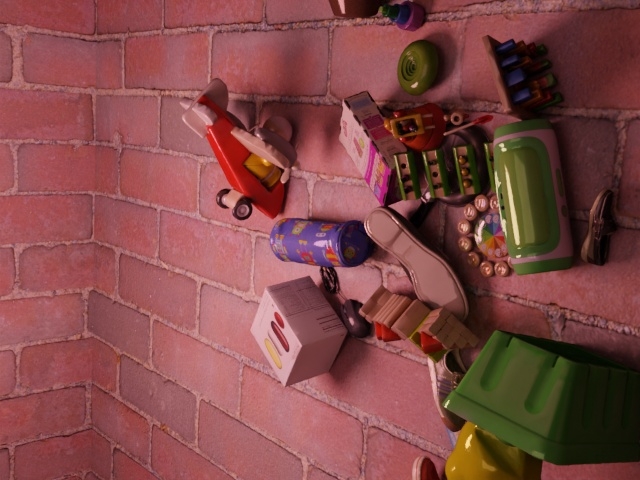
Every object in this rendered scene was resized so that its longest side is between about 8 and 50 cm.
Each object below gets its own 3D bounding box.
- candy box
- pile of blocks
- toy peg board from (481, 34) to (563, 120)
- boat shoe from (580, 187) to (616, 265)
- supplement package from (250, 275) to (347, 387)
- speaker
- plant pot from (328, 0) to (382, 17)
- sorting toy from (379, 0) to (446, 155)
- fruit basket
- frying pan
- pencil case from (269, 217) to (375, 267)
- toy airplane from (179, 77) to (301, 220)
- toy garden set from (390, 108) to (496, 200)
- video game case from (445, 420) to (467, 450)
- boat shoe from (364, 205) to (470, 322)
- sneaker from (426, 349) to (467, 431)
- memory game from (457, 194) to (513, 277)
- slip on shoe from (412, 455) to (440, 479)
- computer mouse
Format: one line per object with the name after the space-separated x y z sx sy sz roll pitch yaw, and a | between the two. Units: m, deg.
0.131 -0.218 1.853 0.233 0.071 0.159 59 162 25 | candy box
0.205 0.209 1.771 0.113 0.149 0.362 -47 25 -12 | pile of blocks
0.403 -0.326 1.525 0.079 0.160 0.161 -22 77 31 | toy peg board
0.537 -0.024 1.474 0.049 0.056 0.152 26 122 39 | boat shoe
-0.063 0.243 2.081 0.203 0.149 0.194 54 142 31 | supplement package
0.421 -0.084 1.541 0.131 0.131 0.297 -11 85 49 | speaker
0.083 -0.652 1.835 0.215 0.215 0.231 25 126 45 | plant pot
0.183 -0.375 1.754 0.127 0.126 0.366 -19 73 54 | sorting toy
0.390 0.367 1.437 0.283 0.392 0.392 22 110 45 | fruit basket
0.261 -0.148 1.781 0.326 0.053 0.197 -30 70 43 | frying pan
0.000 0.000 2.032 0.306 0.119 0.133 3 55 49 | pencil case
-0.207 -0.278 2.131 0.386 0.272 0.384 54 164 13 | toy airplane
0.266 -0.188 1.649 0.244 0.049 0.204 -5 110 26 | toy garden set
0.354 0.429 1.750 0.166 0.015 0.119 -34 69 45 | video game case
0.238 0.047 1.791 0.335 0.095 0.112 50 116 18 | boat shoe
0.301 0.327 1.751 0.086 0.064 0.192 -39 55 44 | sneaker
0.371 -0.008 1.680 0.186 0.012 0.186 11 105 45 | memory game
0.305 0.645 1.765 0.101 0.123 0.331 -32 68 21 | slip on shoe
0.055 0.157 2.044 0.242 0.041 0.071 55 131 31 | computer mouse
